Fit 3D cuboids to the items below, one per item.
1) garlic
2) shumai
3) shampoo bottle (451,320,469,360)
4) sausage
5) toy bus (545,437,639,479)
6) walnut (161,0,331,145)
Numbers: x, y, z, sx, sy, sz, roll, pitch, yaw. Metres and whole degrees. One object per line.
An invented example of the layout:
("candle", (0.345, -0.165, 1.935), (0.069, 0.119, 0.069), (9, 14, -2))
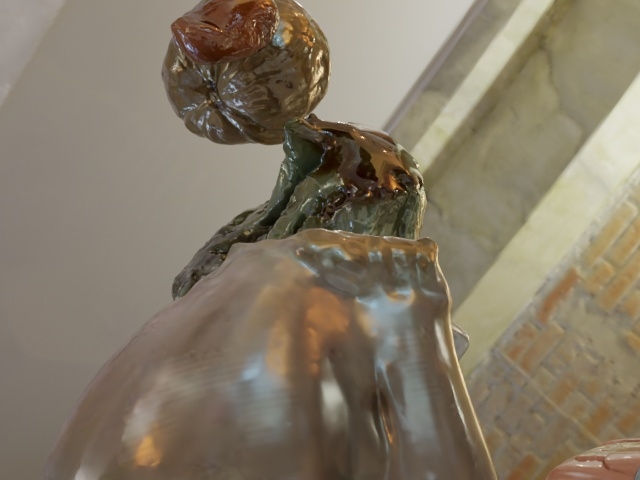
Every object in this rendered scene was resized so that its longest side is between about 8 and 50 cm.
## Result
("garlic", (-0.038, 0.180, 0.487), (0.232, 0.246, 0.340), (-6, -45, -22))
("shumai", (0.000, 0.000, 1.237), (0.323, 0.324, 0.397), (-67, -8, 31))
("shampoo bottle", (0.129, 0.208, 1.400), (0.221, 0.108, 0.051), (-56, 5, 15))
("sausage", (-0.121, -0.276, 1.192), (0.179, 0.089, 0.089), (-32, -34, -43))
("toy bus", (0.352, 0.295, 0.939), (0.288, 0.232, 0.194), (3, -95, -43))
("walnut", (-0.123, -0.296, 1.562), (0.296, 0.285, 0.285), (-17, -19, 34))
